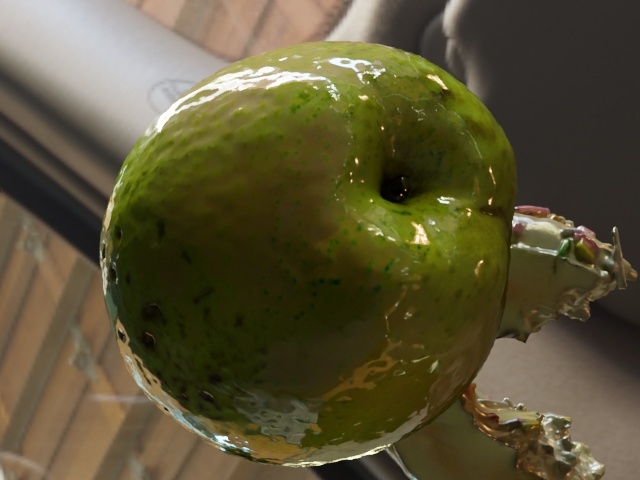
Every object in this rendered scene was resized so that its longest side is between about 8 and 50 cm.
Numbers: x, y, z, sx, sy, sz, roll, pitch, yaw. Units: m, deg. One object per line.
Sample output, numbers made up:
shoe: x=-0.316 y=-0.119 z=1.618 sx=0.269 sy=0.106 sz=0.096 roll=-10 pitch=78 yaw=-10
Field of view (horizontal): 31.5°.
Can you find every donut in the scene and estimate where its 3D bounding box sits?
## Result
donut: x=0.192 y=0.139 z=1.288 sx=0.307 sy=0.150 sz=0.371 roll=7 pitch=-72 yaw=19

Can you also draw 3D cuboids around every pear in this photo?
pear: x=0.000 y=0.000 z=0.986 sx=0.391 sy=0.391 sz=0.391 roll=1 pitch=-88 yaw=52
